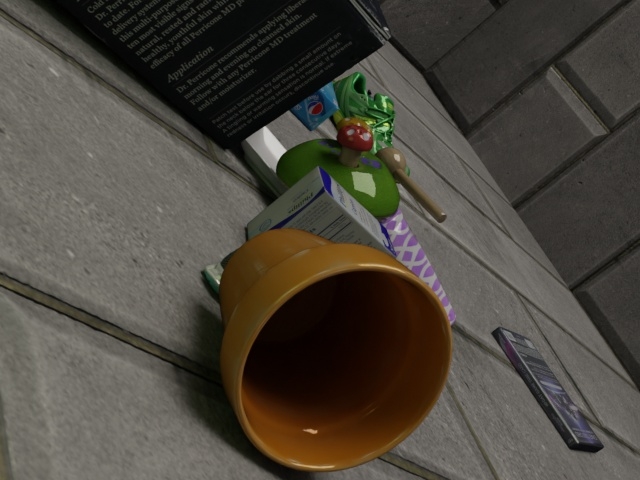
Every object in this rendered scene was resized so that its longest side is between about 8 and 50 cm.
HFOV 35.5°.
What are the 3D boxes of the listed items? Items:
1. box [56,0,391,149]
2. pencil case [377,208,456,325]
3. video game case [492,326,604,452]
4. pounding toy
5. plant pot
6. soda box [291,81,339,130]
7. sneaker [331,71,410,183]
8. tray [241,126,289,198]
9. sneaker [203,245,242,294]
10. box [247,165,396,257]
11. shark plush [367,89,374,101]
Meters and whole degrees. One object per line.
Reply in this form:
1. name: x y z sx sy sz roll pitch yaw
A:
1. box: -0.190 -0.470 1.361 0.472 0.297 0.480 43 24 -41
2. pencil case: 0.119 0.051 1.467 0.086 0.088 0.206 -36 102 -38
3. video game case: 0.458 0.300 2.008 0.196 0.026 0.274 24 31 -58
4. pounding toy: 0.061 -0.117 1.415 0.237 0.110 0.183 3 28 -33
5. plant pot: -0.009 0.079 0.942 0.205 0.205 0.188 41 3 -31
6. soda box: -0.020 -0.296 1.965 0.067 0.071 0.210 44 17 -23
7. sneaker: 0.108 -0.244 2.103 0.109 0.123 0.295 25 30 -58
8. tray: -0.024 -0.058 1.485 0.270 0.030 0.145 49 16 -5
9. sneaker: -0.061 0.027 1.100 0.065 0.076 0.166 53 16 5
10. box: 0.000 0.000 1.237 0.137 0.126 0.072 42 19 -28
11. shark plush: 0.097 -0.341 2.400 0.161 0.067 0.073 31 25 -50
